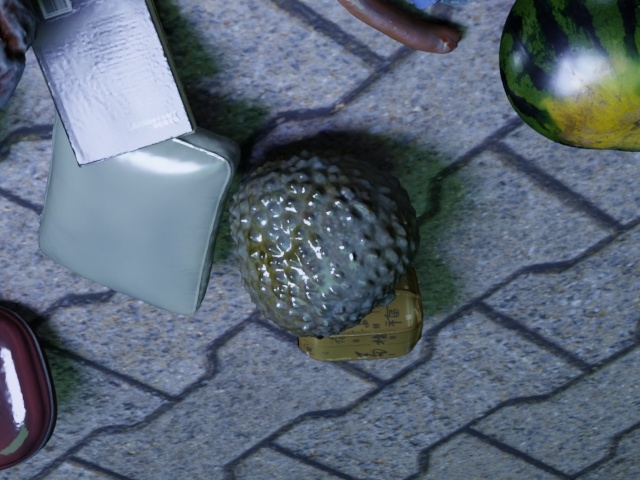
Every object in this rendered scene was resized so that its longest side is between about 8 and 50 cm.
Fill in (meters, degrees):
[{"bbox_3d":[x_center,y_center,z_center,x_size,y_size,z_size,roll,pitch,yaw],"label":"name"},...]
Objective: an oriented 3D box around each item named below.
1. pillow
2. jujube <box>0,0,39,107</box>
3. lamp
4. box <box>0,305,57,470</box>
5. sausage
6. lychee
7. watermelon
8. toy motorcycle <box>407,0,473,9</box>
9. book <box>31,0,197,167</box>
[{"bbox_3d":[-0.247,-0.052,1.825,0.255,0.120,0.322,23,135,2],"label":"pillow"},{"bbox_3d":[-0.443,-0.263,1.495,0.215,0.246,0.308,-36,122,-2],"label":"jujube"},{"bbox_3d":[0.053,0.098,2.028,0.185,0.161,0.161,-6,139,-2],"label":"lamp"},{"bbox_3d":[-0.596,0.240,2.081,0.404,0.108,0.263,-14,94,9],"label":"box"},{"bbox_3d":[0.095,-0.269,1.693,0.177,0.040,0.047,23,88,-28],"label":"sausage"},{"bbox_3d":[0.000,0.000,1.840,0.274,0.255,0.255,33,128,-19],"label":"lychee"},{"bbox_3d":[0.340,-0.224,1.611,0.269,0.269,0.269,-3,139,-2],"label":"watermelon"},{"bbox_3d":[0.146,-0.394,1.490,0.213,0.125,0.358,24,134,-25],"label":"toy motorcycle"},{"bbox_3d":[-0.257,-0.213,1.654,0.160,0.024,0.228,-15,108,12],"label":"book"}]
